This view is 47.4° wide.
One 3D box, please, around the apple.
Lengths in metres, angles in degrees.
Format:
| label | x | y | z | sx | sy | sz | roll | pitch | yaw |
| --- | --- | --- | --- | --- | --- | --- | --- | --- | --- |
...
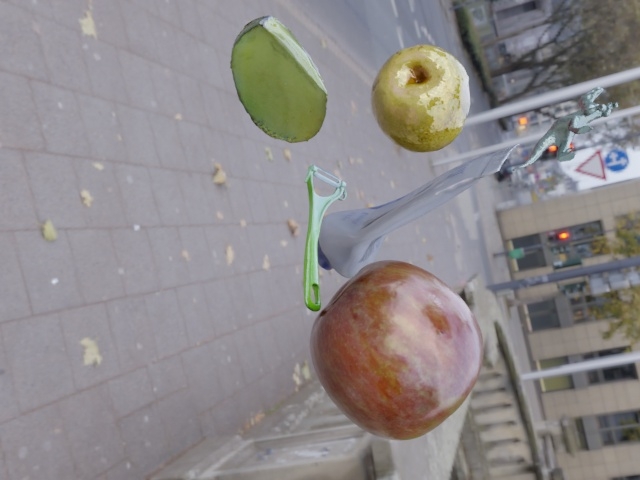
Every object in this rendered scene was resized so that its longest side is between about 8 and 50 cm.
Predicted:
| label | x | y | z | sx | sy | sz | roll | pitch | yaw |
| --- | --- | --- | --- | --- | --- | --- | --- | --- | --- |
| apple | 0.081 | 0.118 | 0.812 | 0.174 | 0.188 | 0.188 | 44 | 21 | -1 |

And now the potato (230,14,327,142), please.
| label | x | y | z | sx | sy | sz | roll | pitch | yaw |
| --- | --- | --- | --- | --- | --- | --- | --- | --- | --- |
| potato | -0.052 | -0.212 | 0.943 | 0.198 | 0.120 | 0.054 | 56 | 35 | -46 |

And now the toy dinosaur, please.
| label | x | y | z | sx | sy | sz | roll | pitch | yaw |
| --- | --- | --- | --- | --- | --- | --- | --- | --- | --- |
| toy dinosaur | 0.476 | -0.214 | 1.439 | 0.053 | 0.242 | 0.167 | 50 | 13 | -23 |

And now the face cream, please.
| label | x | y | z | sx | sy | sz | roll | pitch | yaw |
| --- | --- | --- | --- | --- | --- | --- | --- | --- | --- |
| face cream | 0.163 | -0.053 | 1.341 | 0.137 | 0.420 | 0.235 | 60 | 28 | -2 |

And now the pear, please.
| label | x | y | z | sx | sy | sz | roll | pitch | yaw |
| --- | --- | --- | --- | --- | --- | --- | --- | --- | --- |
| pear | 0.166 | -0.225 | 1.187 | 0.178 | 0.178 | 0.177 | -13 | 90 | -73 |

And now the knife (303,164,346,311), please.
| label | x | y | z | sx | sy | sz | roll | pitch | yaw |
| --- | --- | --- | --- | --- | --- | --- | --- | --- | --- |
| knife | -0.002 | 0.000 | 0.840 | 0.078 | 0.023 | 0.166 | 19 | 73 | -46 |
